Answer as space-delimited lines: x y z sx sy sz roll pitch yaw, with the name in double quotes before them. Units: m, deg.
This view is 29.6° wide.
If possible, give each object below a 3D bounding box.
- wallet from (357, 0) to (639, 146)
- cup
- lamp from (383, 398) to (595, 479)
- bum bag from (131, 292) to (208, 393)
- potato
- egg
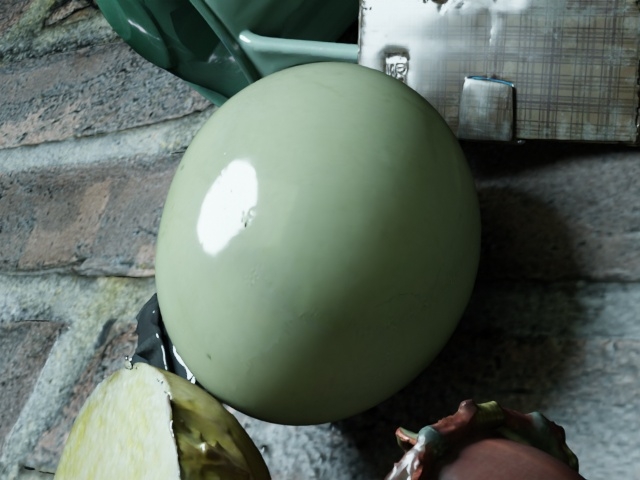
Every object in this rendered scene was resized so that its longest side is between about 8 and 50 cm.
"wallet" 0.130 -0.132 0.894 0.230 0.042 0.124 5 96 29
"cup" -0.013 -0.305 1.121 0.392 0.401 0.310 -45 3 -9
"lamp" 0.076 0.201 0.616 0.223 0.215 0.151 -35 13 -19
"bum bag" -0.094 0.053 0.991 0.123 0.060 0.248 14 66 48
"potato" -0.097 0.199 0.786 0.299 0.116 0.239 -4 78 63
"egg" 0.000 0.000 0.824 0.219 0.219 0.269 -11 51 37
